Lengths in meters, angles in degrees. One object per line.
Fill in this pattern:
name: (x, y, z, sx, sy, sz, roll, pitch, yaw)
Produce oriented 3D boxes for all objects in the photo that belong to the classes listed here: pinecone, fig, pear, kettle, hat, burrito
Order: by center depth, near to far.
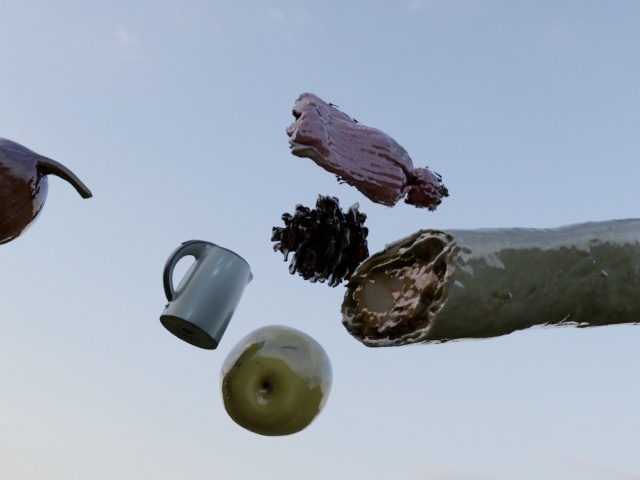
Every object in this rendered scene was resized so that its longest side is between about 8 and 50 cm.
burrito: (0.178, 0.043, 0.737, 0.299, 0.105, 0.143, -4, -16, -14)
hat: (0.072, -0.124, 1.222, 0.286, 0.236, 0.107, 29, -59, -11)
fig: (-0.500, -0.098, 1.248, 0.207, 0.175, 0.175, -29, -35, -1)
pinecone: (0.000, 0.000, 1.295, 0.174, 0.173, 0.173, 12, -27, 6)
kettle: (-0.298, 0.118, 1.925, 0.221, 0.236, 0.161, 37, -28, -20)
pear: (-0.119, 0.369, 2.021, 0.309, 0.309, 0.309, 12, -27, 6)
